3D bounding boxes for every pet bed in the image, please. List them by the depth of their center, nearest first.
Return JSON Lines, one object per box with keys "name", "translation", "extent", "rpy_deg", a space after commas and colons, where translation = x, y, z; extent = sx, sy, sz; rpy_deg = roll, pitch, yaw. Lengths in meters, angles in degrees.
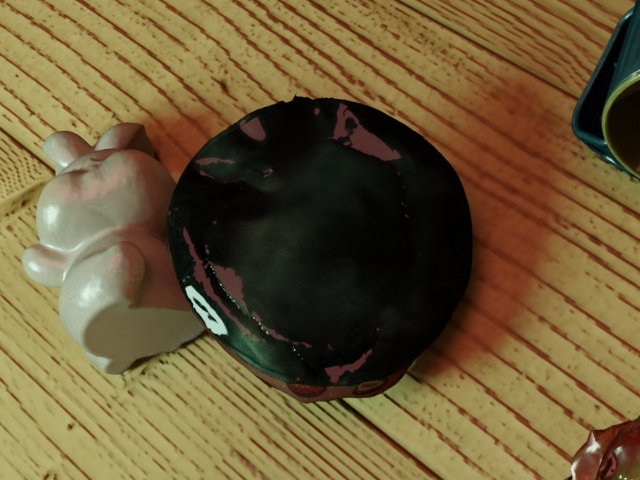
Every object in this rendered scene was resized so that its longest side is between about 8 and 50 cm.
{"name": "pet bed", "translation": [0.000, 0.000, 1.029], "extent": [0.201, 0.053, 0.201], "rpy_deg": [2, 68, -4]}

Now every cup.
{"name": "cup", "translation": [0.230, -0.116, 1.000], "extent": [0.176, 0.131, 0.155], "rpy_deg": [-20, 43, 46]}

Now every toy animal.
{"name": "toy animal", "translation": [-0.147, -0.021, 1.120], "extent": [0.124, 0.124, 0.212], "rpy_deg": [-29, 55, 7]}

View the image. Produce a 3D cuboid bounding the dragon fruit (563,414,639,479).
{"name": "dragon fruit", "translation": [0.193, 0.219, 0.719], "extent": [0.231, 0.237, 0.303], "rpy_deg": [-17, 61, 11]}
